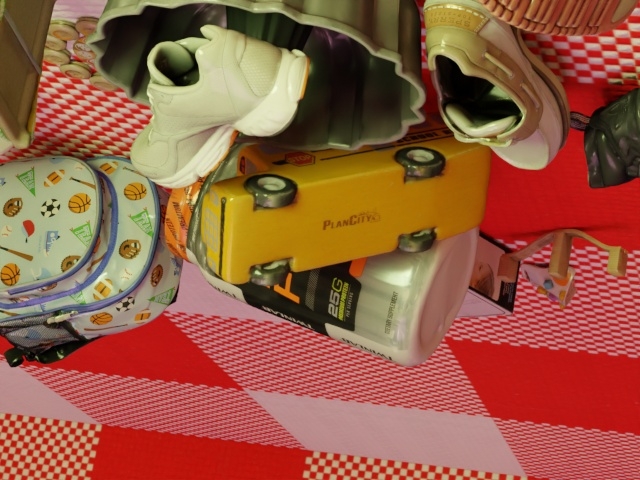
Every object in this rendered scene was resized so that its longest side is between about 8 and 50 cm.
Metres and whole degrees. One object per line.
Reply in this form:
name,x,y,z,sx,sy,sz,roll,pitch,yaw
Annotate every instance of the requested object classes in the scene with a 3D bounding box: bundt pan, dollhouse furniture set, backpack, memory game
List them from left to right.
dollhouse furniture set,-0.357,-0.235,1.600,0.151,0.198,0.301,7,161,7
backpack,-0.315,0.004,2.240,0.263,0.277,0.213,-7,160,11
memory game,-0.231,-0.203,1.919,0.186,0.012,0.186,9,162,3
bundt pan,-0.050,-0.204,1.639,0.330,0.124,0.331,9,161,3

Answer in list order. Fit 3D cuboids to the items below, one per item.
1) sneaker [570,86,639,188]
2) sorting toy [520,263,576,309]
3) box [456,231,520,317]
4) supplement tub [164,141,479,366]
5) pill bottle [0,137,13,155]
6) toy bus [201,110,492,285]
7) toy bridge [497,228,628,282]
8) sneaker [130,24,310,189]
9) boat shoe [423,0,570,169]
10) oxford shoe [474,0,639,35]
sneaker,0.376,-0.085,1.806,0.153,0.101,0.268,-8,149,45
sorting toy,0.312,0.056,2.363,0.075,0.045,0.083,25,166,18
box,0.115,0.018,2.267,0.169,0.087,0.290,-7,154,42
supplement tub,0.000,0.000,2.023,0.338,0.207,0.207,20,165,19
pill bottle,-0.465,-0.154,2.023,0.216,0.121,0.121,-1,158,31
toy bus,0.025,-0.050,1.810,0.332,0.108,0.130,-12,-147,-27
toy bridge,0.308,0.018,2.195,0.188,0.063,0.026,-4,157,41
sneaker,-0.122,-0.134,1.573,0.121,0.099,0.262,28,148,-24
boat shoe,0.162,-0.144,1.672,0.113,0.103,0.302,5,153,29
oxford shoe,0.107,-0.276,1.396,0.397,0.140,0.146,18,-168,-35
